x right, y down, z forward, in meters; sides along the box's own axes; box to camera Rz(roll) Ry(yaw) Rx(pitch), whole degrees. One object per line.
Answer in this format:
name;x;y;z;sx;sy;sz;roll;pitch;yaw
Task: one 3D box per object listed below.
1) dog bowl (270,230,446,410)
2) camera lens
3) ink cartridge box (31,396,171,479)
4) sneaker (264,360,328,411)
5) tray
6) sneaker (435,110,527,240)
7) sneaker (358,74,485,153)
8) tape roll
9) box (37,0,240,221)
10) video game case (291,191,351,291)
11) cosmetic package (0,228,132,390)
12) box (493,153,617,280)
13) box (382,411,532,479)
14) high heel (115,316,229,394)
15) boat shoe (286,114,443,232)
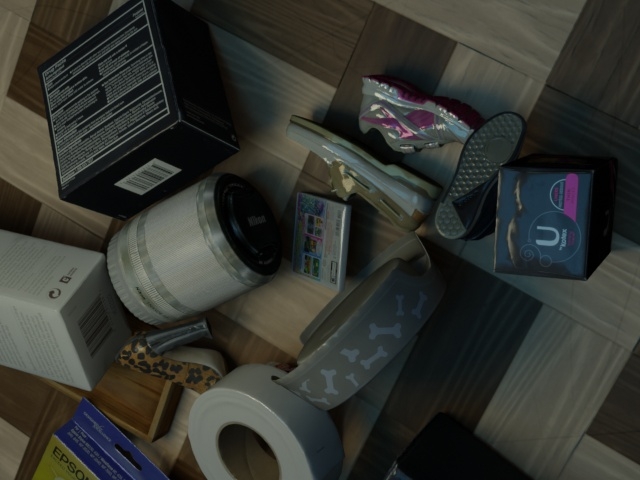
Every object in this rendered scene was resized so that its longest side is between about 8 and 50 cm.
dog bowl;0.071;0.142;1.698;0.102;0.349;0.349;44;113;-3
camera lens;-0.225;0.016;1.857;0.274;0.219;0.219;-25;88;25
ink cartridge box;-0.448;0.525;2.081;0.303;0.072;0.307;40;129;13
sneaker;-0.052;0.356;1.920;0.145;0.090;0.270;16;121;42
tray;-0.468;0.226;2.077;0.411;0.076;0.203;25;107;17
sneaker;0.278;-0.099;1.667;0.086;0.163;0.226;34;98;24
sneaker;0.174;-0.196;1.727;0.252;0.103;0.111;26;112;24
tape roll;-0.100;0.367;1.818;0.286;0.100;0.286;17;121;30
box;-0.333;-0.241;1.836;0.296;0.182;0.294;-28;64;24
video game case;0.000;0.000;1.835;0.143;0.019;0.157;18;108;50
cosmetic package;-0.612;0.111;1.944;0.453;0.161;0.230;12;136;21
box;0.370;-0.044;1.567;0.143;0.270;0.165;5;101;23
box;0.232;0.647;1.725;0.480;0.297;0.472;37;112;12
high heel;-0.272;0.267;1.937;0.186;0.093;0.261;-16;124;0
boat shoe;0.060;-0.119;1.774;0.302;0.113;0.103;30;103;15
